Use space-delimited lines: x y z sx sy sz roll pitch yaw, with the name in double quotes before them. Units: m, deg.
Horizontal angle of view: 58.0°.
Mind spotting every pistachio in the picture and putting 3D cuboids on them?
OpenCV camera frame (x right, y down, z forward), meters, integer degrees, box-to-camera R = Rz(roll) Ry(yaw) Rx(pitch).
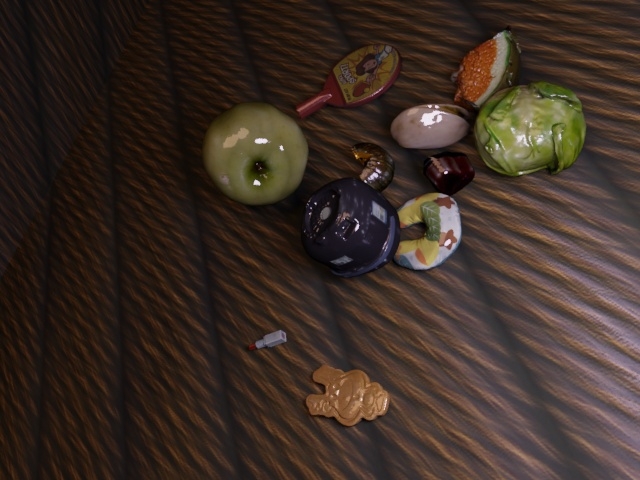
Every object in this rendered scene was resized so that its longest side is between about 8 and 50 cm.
"pistachio" 0.327 -0.345 1.722 0.238 0.153 0.137 -3 68 2

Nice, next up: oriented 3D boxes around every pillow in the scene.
"pillow" 0.290 -0.025 1.594 0.214 0.086 0.233 -17 57 37

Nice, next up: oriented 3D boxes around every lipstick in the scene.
"lipstick" -0.164 0.303 1.719 0.129 0.030 0.030 -23 53 20

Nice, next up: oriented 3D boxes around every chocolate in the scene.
"chocolate" 0.355 -0.176 1.609 0.080 0.149 0.125 62 140 40

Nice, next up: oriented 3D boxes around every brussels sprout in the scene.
"brussels sprout" 0.534 -0.288 1.495 0.259 0.227 0.294 -14 47 9

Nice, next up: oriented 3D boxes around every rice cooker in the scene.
"rice cooker" 0.079 -0.035 1.614 0.267 0.224 0.267 -26 50 36

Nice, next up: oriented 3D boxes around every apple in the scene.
"apple" -0.219 -0.290 1.915 0.357 0.357 0.357 -16 55 25

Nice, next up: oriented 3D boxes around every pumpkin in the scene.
"pumpkin" 0.169 -0.231 1.767 0.108 0.119 0.183 -29 56 18

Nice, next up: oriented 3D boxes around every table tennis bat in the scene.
"table tennis bat" 0.098 -0.559 2.063 0.415 0.051 0.268 -27 51 14

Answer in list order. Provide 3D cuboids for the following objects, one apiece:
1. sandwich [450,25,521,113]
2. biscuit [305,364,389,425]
"sandwich" 0.490 -0.471 1.714 0.212 0.109 0.292 -14 53 34
"biscuit" 0.068 0.406 1.505 0.236 0.040 0.144 1 69 36
